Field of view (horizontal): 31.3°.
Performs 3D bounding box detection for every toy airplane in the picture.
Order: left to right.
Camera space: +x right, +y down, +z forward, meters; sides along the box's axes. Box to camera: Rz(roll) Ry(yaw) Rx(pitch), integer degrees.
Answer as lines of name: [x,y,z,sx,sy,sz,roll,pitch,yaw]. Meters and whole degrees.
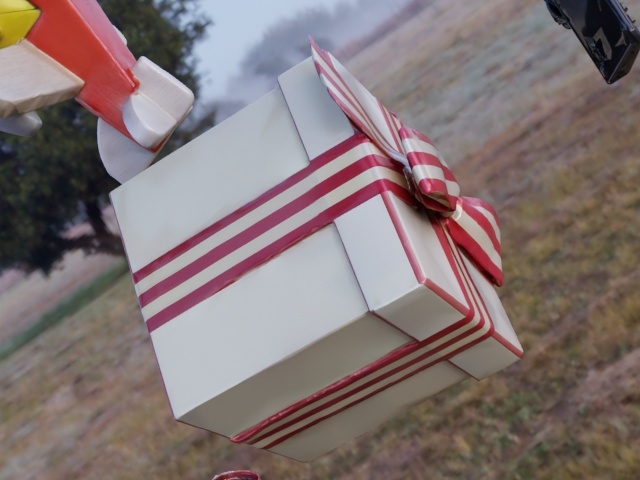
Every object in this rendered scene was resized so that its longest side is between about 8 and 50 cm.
toy airplane: [-0.340,-0.224,1.395,0.272,0.384,0.386,-30,-32,13]

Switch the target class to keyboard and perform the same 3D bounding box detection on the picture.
keyboard: [0.172,-0.197,0.816,0.023,0.180,0.108,-27,-13,-5]

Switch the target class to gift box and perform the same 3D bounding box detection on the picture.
gift box: [0.000,0.000,0.945,0.258,0.276,0.255,-29,-25,16]

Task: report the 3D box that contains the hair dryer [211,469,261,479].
hair dryer: [0.016,0.282,0.802,0.223,0.293,0.080,-44,-4,19]
